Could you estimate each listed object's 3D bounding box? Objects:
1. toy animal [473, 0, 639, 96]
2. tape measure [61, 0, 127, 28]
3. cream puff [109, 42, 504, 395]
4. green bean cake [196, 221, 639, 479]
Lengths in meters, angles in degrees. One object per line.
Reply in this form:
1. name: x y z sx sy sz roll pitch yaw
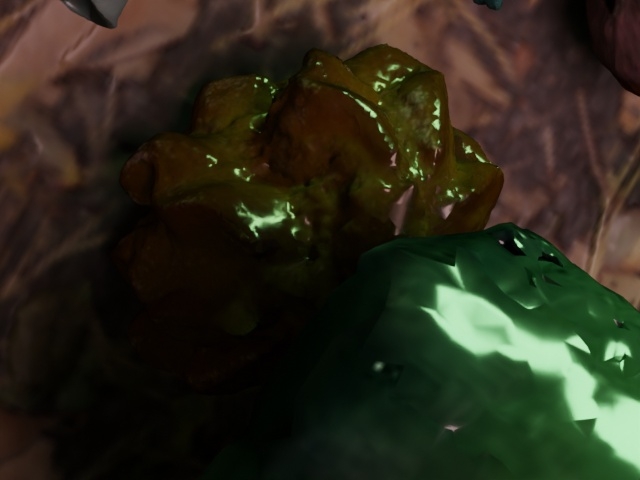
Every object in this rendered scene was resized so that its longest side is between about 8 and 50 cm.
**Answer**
1. toy animal: 0.144 -0.052 0.619 0.208 0.100 0.103 32 85 -23
2. tape measure: -0.054 -0.128 0.434 0.177 0.154 0.087 58 30 -43
3. cream puff: 0.000 0.000 0.567 0.122 0.094 0.116 -50 127 -11
4. green bean cake: 0.028 0.170 0.522 0.308 0.169 0.300 -52 163 3
